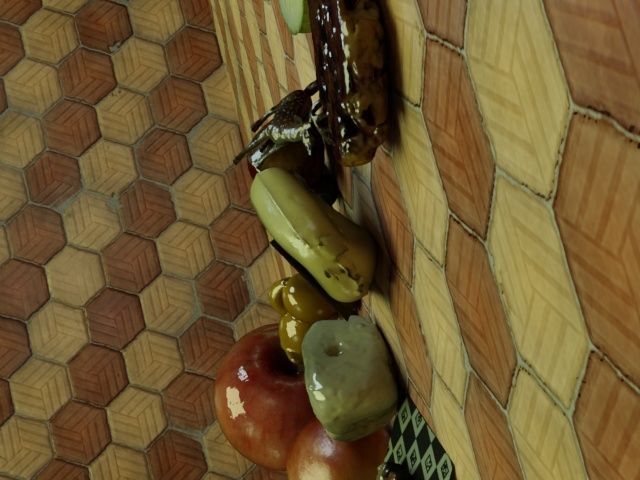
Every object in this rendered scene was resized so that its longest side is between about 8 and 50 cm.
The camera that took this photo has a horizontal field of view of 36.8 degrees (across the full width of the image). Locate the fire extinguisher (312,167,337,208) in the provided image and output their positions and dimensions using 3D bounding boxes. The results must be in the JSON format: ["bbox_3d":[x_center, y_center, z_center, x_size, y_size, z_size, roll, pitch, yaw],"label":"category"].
[{"bbox_3d":[0.000,-0.110,2.061,0.099,0.071,0.231,48,-172,-34],"label":"fire extinguisher"}]

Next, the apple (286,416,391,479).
[{"bbox_3d":[0.054,0.490,2.047,0.241,0.242,0.242,-130,27,-59],"label":"apple"}]

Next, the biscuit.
[{"bbox_3d":[0.043,-0.275,1.414,0.289,0.081,0.334,-121,23,-67],"label":"biscuit"}]

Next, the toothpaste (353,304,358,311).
[{"bbox_3d":[0.031,0.031,2.122,0.069,0.047,0.268,-51,53,56],"label":"toothpaste"}]

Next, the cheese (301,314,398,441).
[{"bbox_3d":[0.065,0.299,1.871,0.248,0.174,0.251,-99,-2,-76],"label":"cheese"}]

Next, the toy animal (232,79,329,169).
[{"bbox_3d":[-0.050,-0.220,1.764,0.087,0.260,0.243,36,-143,-29],"label":"toy animal"}]

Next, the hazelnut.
[{"bbox_3d":[-0.059,-0.174,1.959,0.160,0.201,0.170,51,155,-18],"label":"hazelnut"}]

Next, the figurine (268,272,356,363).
[{"bbox_3d":[-0.020,0.172,2.184,0.215,0.215,0.228,-122,40,-67],"label":"figurine"}]

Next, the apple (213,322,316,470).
[{"bbox_3d":[-0.085,0.389,2.353,0.364,0.364,0.364,166,90,-82],"label":"apple"}]

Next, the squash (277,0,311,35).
[{"bbox_3d":[-0.046,-0.500,1.824,0.219,0.041,0.219,168,90,-77],"label":"squash"}]

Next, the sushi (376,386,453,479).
[{"bbox_3d":[0.135,0.436,1.706,0.290,0.050,0.264,-129,51,-71],"label":"sushi"}]

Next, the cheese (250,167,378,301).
[{"bbox_3d":[0.000,0.000,1.731,0.259,0.128,0.316,33,-171,-32],"label":"cheese"}]

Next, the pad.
[{"bbox_3d":[-0.001,0.051,1.851,0.202,0.005,0.300,45,-169,0],"label":"pad"}]
